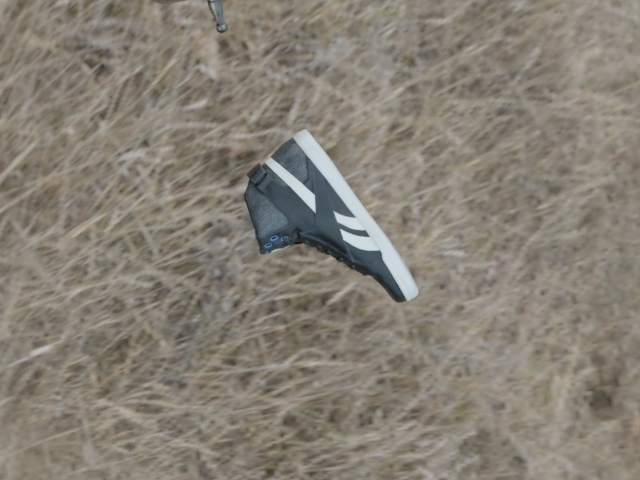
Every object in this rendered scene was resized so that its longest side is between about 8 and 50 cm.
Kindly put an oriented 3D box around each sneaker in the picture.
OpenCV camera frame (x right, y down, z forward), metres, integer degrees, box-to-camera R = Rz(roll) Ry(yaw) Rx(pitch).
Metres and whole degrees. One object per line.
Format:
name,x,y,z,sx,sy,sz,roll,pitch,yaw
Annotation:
sneaker,0.000,0.000,1.642,0.121,0.079,0.217,-36,95,3

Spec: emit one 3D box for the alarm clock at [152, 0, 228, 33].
alarm clock,-0.096,-0.214,0.880,0.064,0.192,0.129,-6,61,14
